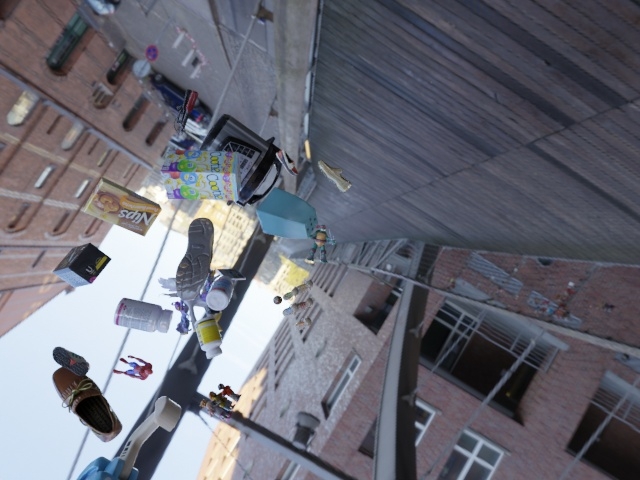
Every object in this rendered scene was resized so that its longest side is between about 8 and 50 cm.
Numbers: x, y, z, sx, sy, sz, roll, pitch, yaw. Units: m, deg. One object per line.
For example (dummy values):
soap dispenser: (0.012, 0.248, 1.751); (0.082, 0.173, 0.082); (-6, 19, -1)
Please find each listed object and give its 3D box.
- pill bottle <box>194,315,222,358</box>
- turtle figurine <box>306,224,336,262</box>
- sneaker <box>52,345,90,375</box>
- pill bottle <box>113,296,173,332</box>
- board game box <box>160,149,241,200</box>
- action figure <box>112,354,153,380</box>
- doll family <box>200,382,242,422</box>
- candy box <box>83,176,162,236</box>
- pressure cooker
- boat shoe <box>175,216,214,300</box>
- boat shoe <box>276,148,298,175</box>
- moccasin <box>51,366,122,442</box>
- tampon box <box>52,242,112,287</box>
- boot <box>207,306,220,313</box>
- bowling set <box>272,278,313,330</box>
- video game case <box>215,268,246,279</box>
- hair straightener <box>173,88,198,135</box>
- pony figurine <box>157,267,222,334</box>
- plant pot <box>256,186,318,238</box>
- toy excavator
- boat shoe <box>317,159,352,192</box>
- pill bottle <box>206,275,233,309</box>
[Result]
pill bottle: (-0.336, 0.295, 1.240); (0.065, 0.065, 0.116); (44, -158, -71)
turtle figurine: (0.000, 0.000, 2.214); (0.176, 0.233, 0.118); (10, -172, 8)
sneaker: (-1.003, 0.482, 1.649); (0.161, 0.057, 0.075); (40, 171, -10)
pill bottle: (-0.986, 0.426, 2.289); (0.284, 0.160, 0.160); (15, 178, -9)
board game box: (-0.464, -0.257, 1.618); (0.276, 0.141, 0.144); (0, 138, -5)
action figure: (-0.875, 0.575, 1.862); (0.281, 0.091, 0.139); (-5, 144, 34)
doll family: (-0.533, 0.856, 2.120); (0.163, 0.118, 0.263); (32, -167, -2)
candy box: (-1.006, -0.166, 2.090); (0.317, 0.182, 0.087); (30, -173, -40)
pressure cooker: (-0.419, -0.404, 2.128); (0.421, 0.375, 0.370); (34, 137, -19)
boat shoe: (-0.508, 0.083, 1.720); (0.133, 0.354, 0.130); (11, 165, 3)
boat shoe: (-0.137, -0.339, 1.784); (0.137, 0.043, 0.049); (51, -150, -29)
moccasin: (-0.966, 0.661, 1.671); (0.380, 0.139, 0.146); (46, 144, 17)
tampon box: (-0.880, 0.093, 1.508); (0.161, 0.120, 0.101); (-11, 133, 39)
boot: (-0.544, 0.324, 2.092); (0.045, 0.099, 0.121); (5, 176, 9)
bowling set: (-0.147, 0.347, 2.256); (0.200, 0.286, 0.154); (16, 146, -36)
video game case: (-0.425, 0.161, 1.937); (0.087, 0.011, 0.122); (35, -163, 32)
hair straightener: (-0.679, -0.640, 2.035); (0.089, 0.230, 0.047); (28, -163, 29)
pony figurine: (-0.710, 0.329, 2.259); (0.352, 0.362, 0.303); (-1, 159, -22)
plant pot: (-0.141, -0.110, 1.895); (0.235, 0.165, 0.165); (19, 147, 21)
toy excavator: (-0.729, 0.827, 1.464); (0.222, 0.433, 0.445); (47, -163, -23)
boat shoe: (0.068, -0.302, 1.838); (0.190, 0.072, 0.068); (42, -158, -25)
pill bottle: (-0.393, 0.201, 1.614); (0.087, 0.087, 0.160); (32, -164, -13)
